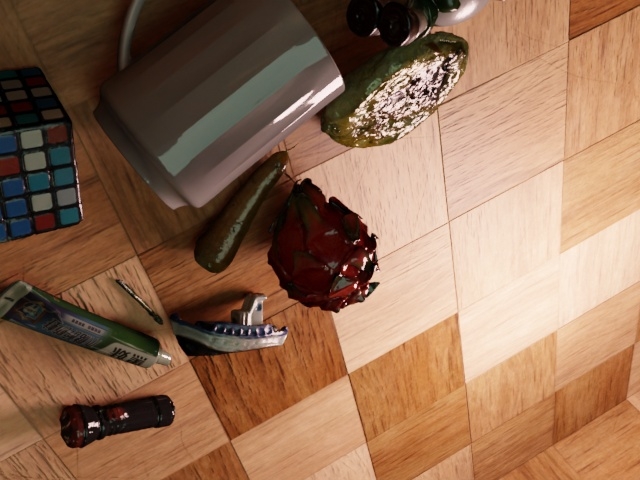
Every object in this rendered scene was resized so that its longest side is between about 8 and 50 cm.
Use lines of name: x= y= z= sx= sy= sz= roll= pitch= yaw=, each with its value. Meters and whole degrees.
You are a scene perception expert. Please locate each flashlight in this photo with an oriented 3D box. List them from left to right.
flashlight: x=-0.411 y=0.365 z=1.684 sx=0.231 sy=0.093 sz=0.093 roll=-3 pitch=127 yaw=-36

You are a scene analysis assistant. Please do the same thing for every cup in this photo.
cup: x=-0.182 y=-0.253 z=1.242 sx=0.326 sy=0.237 sz=0.323 roll=-38 pitch=108 yaw=-1

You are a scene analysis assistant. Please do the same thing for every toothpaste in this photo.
toothpaste: x=-0.426 y=0.169 z=1.527 sx=0.098 sy=0.061 sz=0.392 roll=-39 pitch=137 yaw=19

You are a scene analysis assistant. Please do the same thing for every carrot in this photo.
carrot: x=-0.136 y=-0.068 z=1.529 sx=0.078 sy=0.078 sz=0.298 roll=26 pitch=105 yaw=-45

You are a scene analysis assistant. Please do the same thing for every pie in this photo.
pie: x=0.138 y=-0.261 z=1.464 sx=0.323 sy=0.071 sz=0.323 roll=-27 pitch=164 yaw=-8

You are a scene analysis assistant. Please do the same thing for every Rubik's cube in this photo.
Rubik's cube: x=-0.461 y=-0.122 z=1.170 sx=0.184 sy=0.187 sz=0.182 roll=-16 pitch=132 yaw=-27

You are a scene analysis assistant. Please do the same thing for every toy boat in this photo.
toy boat: x=-0.182 y=0.169 z=1.673 sx=0.261 sy=0.114 sz=0.115 roll=-4 pitch=89 yaw=-31

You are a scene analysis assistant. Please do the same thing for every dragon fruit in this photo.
dragon fruit: x=0.000 y=0.000 z=1.597 sx=0.233 sy=0.233 sz=0.293 roll=-22 pitch=98 yaw=-18

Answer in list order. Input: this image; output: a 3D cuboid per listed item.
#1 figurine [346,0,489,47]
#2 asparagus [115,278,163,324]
figurine: x=0.168 y=-0.404 z=1.303 sx=0.370 sy=0.281 sz=0.167 roll=-48 pitch=151 yaw=-46
asparagus: x=-0.346 y=0.120 z=1.577 sx=0.013 sy=0.016 sz=0.166 roll=-47 pitch=137 yaw=-13
